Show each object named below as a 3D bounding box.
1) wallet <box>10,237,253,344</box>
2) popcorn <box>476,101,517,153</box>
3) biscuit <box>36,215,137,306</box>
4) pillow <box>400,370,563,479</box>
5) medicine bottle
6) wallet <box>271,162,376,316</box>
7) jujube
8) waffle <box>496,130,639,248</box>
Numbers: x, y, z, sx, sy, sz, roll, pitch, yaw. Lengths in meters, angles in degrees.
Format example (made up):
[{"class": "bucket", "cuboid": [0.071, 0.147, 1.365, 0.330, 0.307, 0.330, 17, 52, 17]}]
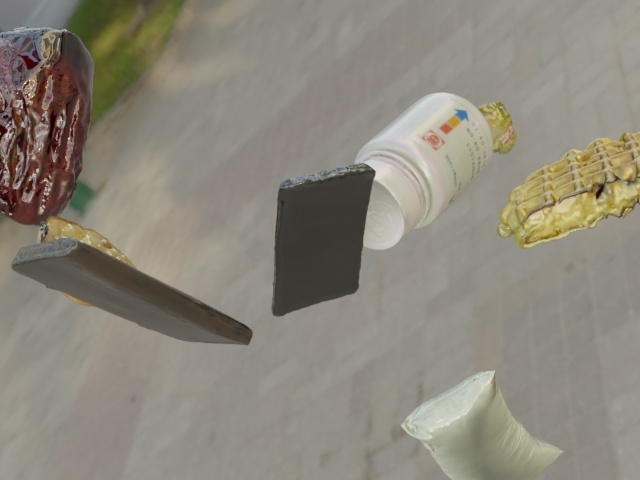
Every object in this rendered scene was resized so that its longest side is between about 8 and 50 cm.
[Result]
[{"class": "wallet", "cuboid": [-0.246, 0.072, 1.564, 0.165, 0.309, 0.042, -4, 64, 48]}, {"class": "popcorn", "cuboid": [0.294, -0.200, 2.086, 0.097, 0.109, 0.089, 27, 118, 48]}, {"class": "biscuit", "cuboid": [-0.392, 0.041, 1.976, 0.041, 0.203, 0.260, -48, 16, 16]}, {"class": "pillow", "cuboid": [0.225, 0.272, 1.600, 0.144, 0.254, 0.078, -37, 41, 5]}, {"class": "medicine bottle", "cuboid": [0.151, -0.115, 1.948, 0.170, 0.170, 0.293, -29, 9, 46]}, {"class": "wallet", "cuboid": [0.000, 0.000, 1.756, 0.285, 0.146, 0.030, 95, 157, -46]}, {"class": "jujube", "cuboid": [-0.548, -0.223, 2.237, 0.258, 0.258, 0.377, -139, 65, -69]}, {"class": "waffle", "cuboid": [0.387, -0.082, 1.612, 0.309, 0.065, 0.283, -36, 20, -28]}]
